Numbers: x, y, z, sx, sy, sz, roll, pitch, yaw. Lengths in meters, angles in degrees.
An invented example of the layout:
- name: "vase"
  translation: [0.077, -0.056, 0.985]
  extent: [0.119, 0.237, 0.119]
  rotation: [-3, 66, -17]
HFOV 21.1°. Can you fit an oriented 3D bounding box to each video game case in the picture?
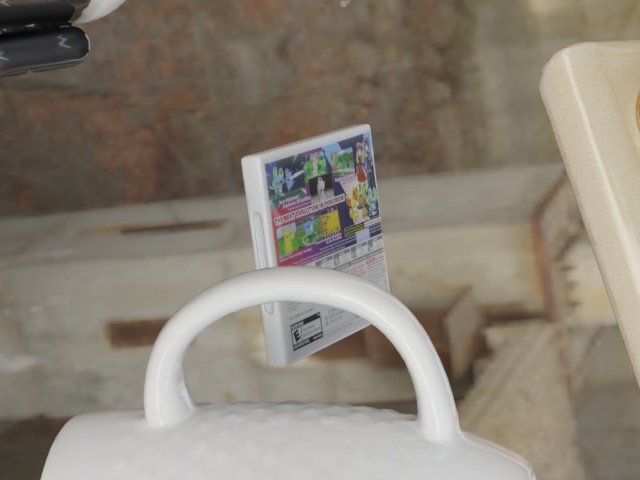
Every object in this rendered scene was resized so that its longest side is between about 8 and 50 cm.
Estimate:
- name: "video game case"
  translation: [0.000, 0.000, 1.528]
  extent: [0.201, 0.023, 0.183]
  rotation: [-21, 107, -58]

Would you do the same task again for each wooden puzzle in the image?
- name: "wooden puzzle"
  translation: [0.382, -0.034, 1.443]
  extent: [0.348, 0.080, 0.322]
  rotation: [-8, 74, -29]

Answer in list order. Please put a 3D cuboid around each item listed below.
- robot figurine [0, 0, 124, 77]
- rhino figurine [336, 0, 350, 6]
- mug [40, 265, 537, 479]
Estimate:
- name: "robot figurine"
  translation: [-0.282, -0.268, 1.503]
  extent: [0.278, 0.173, 0.209]
  rotation: [-10, 124, -36]
- name: "rhino figurine"
  translation: [-0.018, -0.203, 0.933]
  extent: [0.073, 0.106, 0.243]
  rotation: [-59, 175, -6]
- name: "mug"
  translation: [-0.012, 0.202, 1.212]
  extent: [0.276, 0.328, 0.374]
  rotation: [-49, 133, -77]
